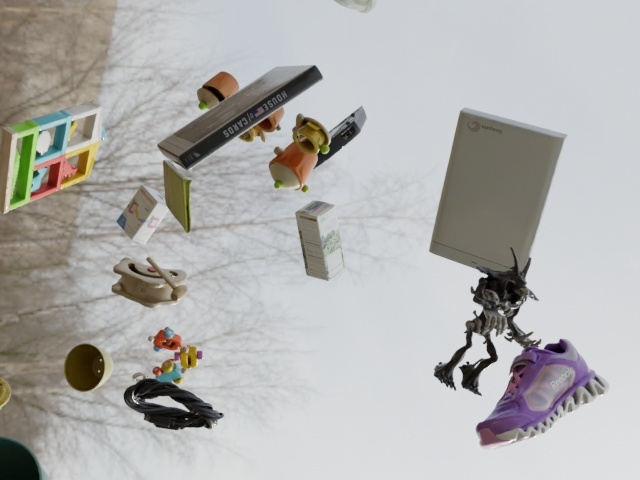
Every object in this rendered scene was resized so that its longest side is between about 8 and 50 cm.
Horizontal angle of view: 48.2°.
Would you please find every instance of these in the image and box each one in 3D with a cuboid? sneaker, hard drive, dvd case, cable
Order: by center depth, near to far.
[{"bbox_3d":[0.288,0.204,0.979,0.095,0.236,0.105,-37,-105,54],"label":"sneaker"},{"bbox_3d":[-0.126,-0.191,1.078,0.030,0.238,0.179,58,-12,-22],"label":"dvd case"},{"bbox_3d":[-0.266,0.302,1.319,0.151,0.184,0.047,81,20,-47],"label":"cable"},{"bbox_3d":[0.389,-0.097,1.609,0.233,0.047,0.353,20,-61,23],"label":"hard drive"},{"bbox_3d":[0.041,-0.322,2.316,0.254,0.054,0.172,-35,-165,27],"label":"hard drive"}]

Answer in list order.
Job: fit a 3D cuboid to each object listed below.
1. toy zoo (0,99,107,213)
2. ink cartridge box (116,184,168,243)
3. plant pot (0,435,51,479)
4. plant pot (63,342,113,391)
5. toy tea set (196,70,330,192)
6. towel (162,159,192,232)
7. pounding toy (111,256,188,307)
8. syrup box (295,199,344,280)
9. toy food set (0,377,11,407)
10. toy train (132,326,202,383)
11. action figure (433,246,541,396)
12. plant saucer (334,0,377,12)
[{"bbox_3d":[-0.560,-0.188,1.526,0.030,0.293,0.192,31,-57,13],"label":"toy zoo"},{"bbox_3d":[-0.453,-0.068,1.830,0.088,0.052,0.122,42,-82,33],"label":"ink cartridge box"},{"bbox_3d":[-0.615,0.558,1.351,0.235,0.293,0.293,75,-11,-45],"label":"plant pot"},{"bbox_3d":[-0.647,0.361,2.044,0.095,0.134,0.134,26,55,-72],"label":"plant pot"},{"bbox_3d":[-0.142,-0.236,1.621,0.336,0.124,0.200,31,-25,10],"label":"toy tea set"},{"bbox_3d":[-0.275,-0.090,1.382,0.237,0.021,0.102,-144,-130,-65],"label":"towel"},{"bbox_3d":[-0.473,0.096,2.076,0.269,0.154,0.155,19,-70,22],"label":"pounding toy"},{"bbox_3d":[0.000,0.000,2.269,0.096,0.093,0.237,13,-54,38],"label":"syrup box"},{"bbox_3d":[-0.727,0.344,1.427,0.128,0.218,0.071,27,-67,18],"label":"toy food set"},{"bbox_3d":[-0.310,0.231,1.449,0.166,0.125,0.046,-52,-149,33],"label":"toy train"},{"bbox_3d":[0.326,0.156,1.311,0.276,0.164,0.141,-62,-152,7],"label":"action figure"},{"bbox_3d":[0.002,-0.757,1.858,0.400,0.100,0.400,58,-4,7],"label":"plant saucer"}]
